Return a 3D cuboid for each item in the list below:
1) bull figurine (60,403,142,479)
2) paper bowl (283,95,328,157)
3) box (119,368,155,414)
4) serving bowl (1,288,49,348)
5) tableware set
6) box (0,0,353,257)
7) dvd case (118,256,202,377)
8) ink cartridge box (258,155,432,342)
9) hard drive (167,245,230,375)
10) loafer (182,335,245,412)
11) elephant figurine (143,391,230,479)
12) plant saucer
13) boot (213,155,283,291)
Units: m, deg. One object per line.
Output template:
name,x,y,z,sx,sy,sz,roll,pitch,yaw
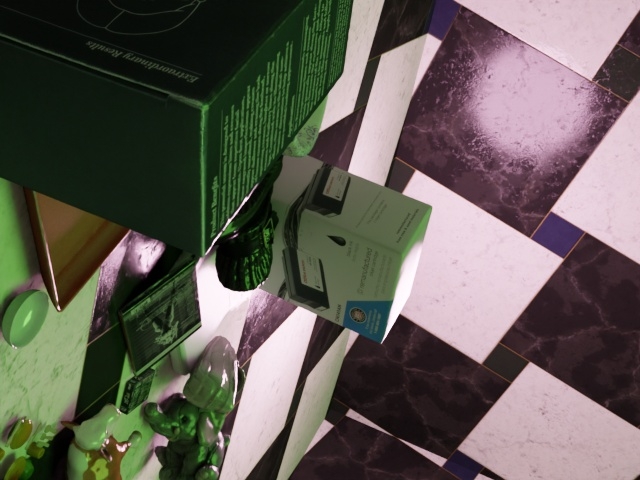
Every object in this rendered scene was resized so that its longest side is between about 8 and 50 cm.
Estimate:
bull figurine,-0.382,0.404,1.572,0.188,0.101,0.310,-38,140,-70
paper bowl,-0.077,-0.293,1.572,0.284,0.148,0.284,11,90,-79
box,-0.350,0.287,1.738,0.083,0.018,0.067,-37,146,-67
serving bowl,-0.397,0.101,1.209,0.083,0.027,0.083,21,90,-77
tableware set,-0.451,0.314,1.354,0.104,0.024,0.154,-62,168,-13
box,-0.166,-0.221,1.041,0.212,0.293,0.395,98,19,-46
dvd case,-0.287,0.143,1.656,0.164,0.018,0.221,-39,153,-28
ink cartridge box,0.000,0.000,1.882,0.166,0.394,0.285,-54,161,-41
hard drive,-0.249,0.116,1.835,0.308,0.040,0.203,93,23,-54
loafer,-0.220,0.291,1.953,0.112,0.111,0.319,-54,-174,11
elephant figurine,-0.281,0.398,1.946,0.186,0.169,0.240,-109,-165,-64
plant saucer,-0.313,-0.074,1.233,0.258,0.047,0.259,97,18,-47
boot,-0.163,-0.009,1.612,0.348,0.131,0.260,-49,156,-54
